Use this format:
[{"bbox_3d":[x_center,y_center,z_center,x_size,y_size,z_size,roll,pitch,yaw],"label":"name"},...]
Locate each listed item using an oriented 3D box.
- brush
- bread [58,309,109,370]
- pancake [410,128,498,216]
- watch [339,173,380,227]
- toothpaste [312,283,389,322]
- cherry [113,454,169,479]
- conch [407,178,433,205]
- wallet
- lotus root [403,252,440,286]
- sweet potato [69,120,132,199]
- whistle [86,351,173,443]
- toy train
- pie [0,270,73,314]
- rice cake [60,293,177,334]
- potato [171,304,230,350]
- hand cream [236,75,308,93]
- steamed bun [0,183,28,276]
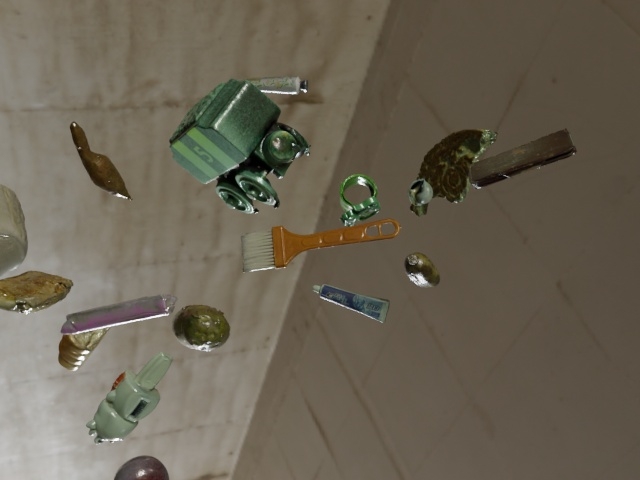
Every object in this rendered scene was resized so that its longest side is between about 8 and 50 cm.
[{"bbox_3d":[0.000,0.000,1.444,0.017,0.314,0.090,66,16,-66],"label":"brush"},{"bbox_3d":[-0.577,0.241,1.813,0.177,0.084,0.119,-52,-174,41],"label":"bread"},{"bbox_3d":[0.373,-0.190,2.129,0.376,0.054,0.197,-45,-129,49],"label":"pancake"},{"bbox_3d":[0.121,-0.146,2.607,0.131,0.165,0.152,83,-18,-70],"label":"watch"},{"bbox_3d":[0.097,0.196,2.481,0.047,0.268,0.069,71,39,-63],"label":"toothpaste"},{"bbox_3d":[-0.365,0.520,1.481,0.148,0.115,0.188,-4,-106,30],"label":"cherry"},{"bbox_3d":[0.272,-0.138,2.087,0.056,0.076,0.085,46,-23,61],"label":"conch"},{"bbox_3d":[0.438,-0.175,1.645,0.031,0.232,0.122,63,20,-24],"label":"wallet"},{"bbox_3d":[0.313,0.091,2.328,0.089,0.179,0.081,-8,-122,31],"label":"lotus root"},{"bbox_3d":[-0.600,-0.204,2.011,0.269,0.074,0.075,60,-3,-36],"label":"sweet potato"},{"bbox_3d":[-0.415,0.345,1.643,0.105,0.253,0.101,40,4,19],"label":"whistle"},{"bbox_3d":[-0.164,-0.178,1.481,0.167,0.238,0.299,-58,-162,-23],"label":"toy train"},{"bbox_3d":[-0.564,0.102,1.448,0.282,0.128,0.068,-157,-103,-87],"label":"pie"},{"bbox_3d":[-0.432,0.157,1.598,0.055,0.269,0.049,43,37,-69],"label":"rice cake"},{"bbox_3d":[-0.379,0.275,2.376,0.141,0.176,0.298,-60,-164,-16],"label":"potato"},{"bbox_3d":[-0.126,-0.374,1.793,0.067,0.194,0.042,-68,160,-60],"label":"hand cream"},{"bbox_3d":[-0.915,-0.002,1.795,0.247,0.383,0.236,59,-6,40],"label":"steamed bun"}]
